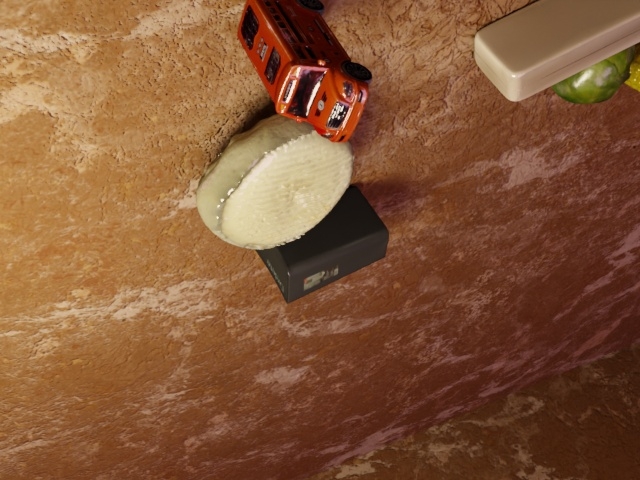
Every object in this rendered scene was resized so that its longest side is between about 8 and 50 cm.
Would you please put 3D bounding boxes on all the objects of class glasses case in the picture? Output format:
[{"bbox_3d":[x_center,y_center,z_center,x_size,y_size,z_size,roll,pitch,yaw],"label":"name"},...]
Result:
[{"bbox_3d":[0.455,-0.382,1.457,0.337,0.144,0.076,-26,147,-5],"label":"glasses case"}]

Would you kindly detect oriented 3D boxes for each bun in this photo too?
[{"bbox_3d":[-0.082,-0.116,1.387,0.287,0.146,0.287,-24,146,-17],"label":"bun"}]

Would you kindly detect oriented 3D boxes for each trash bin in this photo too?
[{"bbox_3d":[0.000,0.000,1.595,0.226,0.165,0.115,-21,145,-20],"label":"trash bin"}]

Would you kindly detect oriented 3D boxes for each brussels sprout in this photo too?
[{"bbox_3d":[0.529,-0.343,1.560,0.181,0.144,0.161,-29,155,-52],"label":"brussels sprout"}]

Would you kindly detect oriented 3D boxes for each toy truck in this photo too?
[{"bbox_3d":[-0.028,-0.253,1.148,0.114,0.252,0.107,-3,138,-30],"label":"toy truck"}]

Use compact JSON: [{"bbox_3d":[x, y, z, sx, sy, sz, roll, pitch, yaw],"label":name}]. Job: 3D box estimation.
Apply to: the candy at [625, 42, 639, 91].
[{"bbox_3d":[0.695,-0.345,1.652,0.094,0.199,0.106,8,123,-51],"label":"candy"}]
